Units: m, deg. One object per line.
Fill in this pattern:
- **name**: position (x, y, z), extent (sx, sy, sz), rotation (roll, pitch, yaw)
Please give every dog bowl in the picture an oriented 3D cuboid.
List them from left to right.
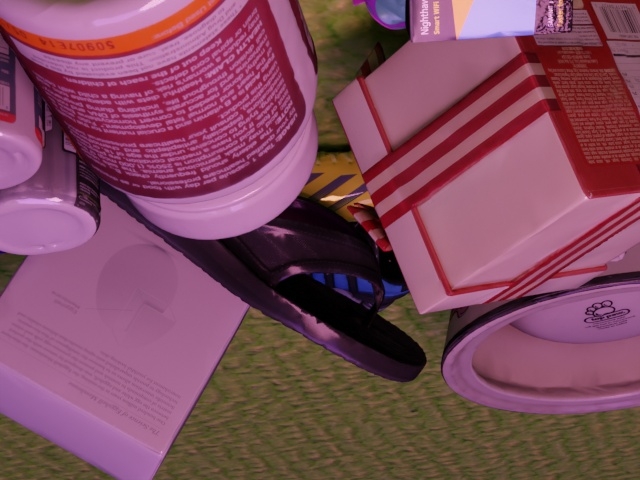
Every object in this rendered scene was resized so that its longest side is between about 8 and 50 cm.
- **dog bowl**: position (0.340, 0.070, 1.995), extent (0.408, 0.150, 0.408), rotation (-4, 154, -2)

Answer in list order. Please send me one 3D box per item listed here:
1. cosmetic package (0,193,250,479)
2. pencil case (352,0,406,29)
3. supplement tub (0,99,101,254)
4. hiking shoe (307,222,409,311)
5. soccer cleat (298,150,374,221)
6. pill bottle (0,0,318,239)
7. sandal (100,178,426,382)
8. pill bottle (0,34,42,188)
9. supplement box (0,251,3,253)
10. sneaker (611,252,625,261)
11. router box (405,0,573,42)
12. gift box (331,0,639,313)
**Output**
- **cosmetic package**: position (-0.218, 0.100, 1.720), extent (0.224, 0.224, 0.138), rotation (30, 149, 0)
- **pencil case**: position (0.095, -0.241, 1.409), extent (0.070, 0.064, 0.152), rotation (-6, 159, -38)
- **supplement tub**: position (-0.259, -0.093, 1.500), extent (0.117, 0.190, 0.117), rotation (-5, 153, -3)
- **hiking shoe**: position (0.000, 0.000, 1.829), extent (0.304, 0.113, 0.132), rotation (11, 154, -40)
- **soccer cleat**: position (0.054, -0.068, 1.760), extent (0.289, 0.093, 0.121), rotation (8, 121, -17)
- **pill bottle**: position (-0.126, -0.166, 1.341), extent (0.224, 0.224, 0.392), rotation (-9, 153, 7)
- **sandal**: position (-0.052, -0.005, 1.639), extent (0.446, 0.167, 0.107), rotation (35, 102, -17)
- **pill bottle**: position (-0.290, -0.143, 1.403), extent (0.108, 0.180, 0.108), rotation (-4, 154, -2)
- **supplement box**: position (-0.355, -0.078, 1.600), extent (0.111, 0.114, 0.220), rotation (-9, 155, 10)
- **sneaker**: position (0.317, -0.050, 1.724), extent (0.293, 0.169, 0.108), rotation (-4, 152, -6)
- **router box**: position (0.132, -0.250, 1.309), extent (0.133, 0.046, 0.179), rotation (-4, 115, -2)
- **gift box**: position (0.182, -0.099, 1.520), extent (0.255, 0.276, 0.258), rotation (-1, 153, -40)
